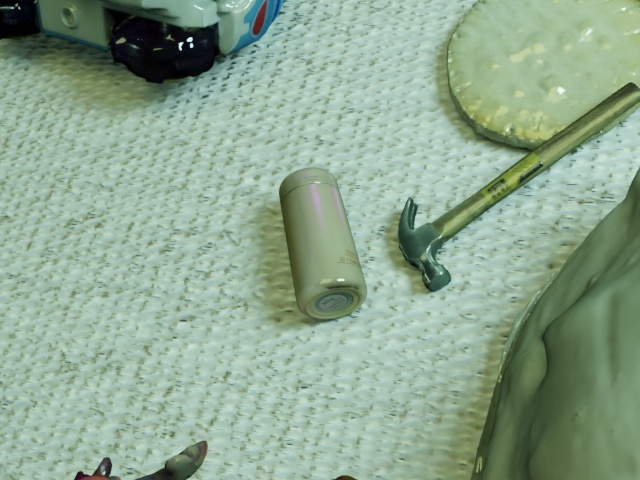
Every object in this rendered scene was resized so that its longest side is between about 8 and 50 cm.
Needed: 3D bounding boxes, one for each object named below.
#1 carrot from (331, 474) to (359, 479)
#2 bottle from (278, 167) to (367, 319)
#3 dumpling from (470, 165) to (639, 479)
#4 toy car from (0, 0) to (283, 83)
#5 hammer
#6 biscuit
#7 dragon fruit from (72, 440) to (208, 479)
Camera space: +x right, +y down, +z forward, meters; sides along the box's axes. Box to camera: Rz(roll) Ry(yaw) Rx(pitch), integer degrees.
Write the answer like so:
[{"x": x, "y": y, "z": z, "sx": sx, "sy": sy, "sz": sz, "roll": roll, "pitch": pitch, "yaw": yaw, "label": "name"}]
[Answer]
[{"x": 0.042, "y": 0.198, "z": 0.538, "sx": 0.055, "sy": 0.055, "sz": 0.161, "roll": -34, "pitch": 65, "yaw": -4, "label": "carrot"}, {"x": 0.000, "y": 0.000, "z": 0.663, "sx": 0.045, "sy": 0.045, "sz": 0.096, "roll": -16, "pitch": 57, "yaw": 7, "label": "bottle"}, {"x": 0.179, "y": 0.092, "z": 0.489, "sx": 0.260, "sy": 0.181, "sz": 0.341, "roll": -10, "pitch": 79, "yaw": 38, "label": "dumpling"}, {"x": -0.163, "y": -0.248, "z": 0.780, "sx": 0.314, "sy": 0.198, "sz": 0.166, "roll": 18, "pitch": 35, "yaw": 28, "label": "toy car"}, {"x": 0.126, "y": -0.044, "z": 0.655, "sx": 0.182, "sy": 0.017, "sz": 0.062, "roll": -37, "pitch": 55, "yaw": 3, "label": "hammer"}, {"x": 0.157, "y": -0.126, "z": 0.702, "sx": 0.152, "sy": 0.020, "sz": 0.152, "roll": -7, "pitch": 60, "yaw": 13, "label": "biscuit"}, {"x": -0.046, "y": 0.259, "z": 0.387, "sx": 0.263, "sy": 0.296, "sz": 0.314, "roll": 27, "pitch": 79, "yaw": 6, "label": "dragon fruit"}]
